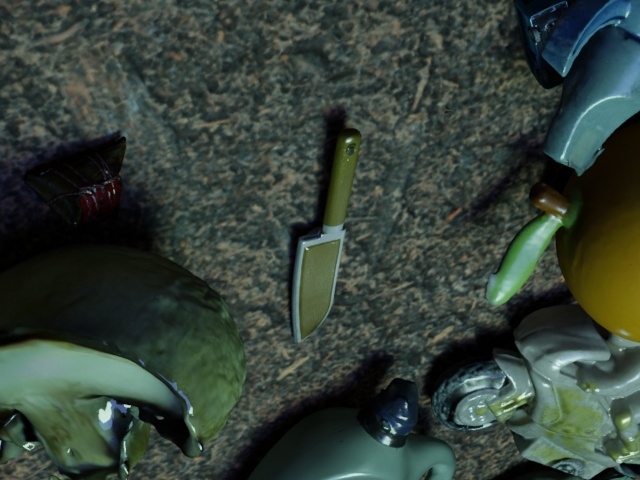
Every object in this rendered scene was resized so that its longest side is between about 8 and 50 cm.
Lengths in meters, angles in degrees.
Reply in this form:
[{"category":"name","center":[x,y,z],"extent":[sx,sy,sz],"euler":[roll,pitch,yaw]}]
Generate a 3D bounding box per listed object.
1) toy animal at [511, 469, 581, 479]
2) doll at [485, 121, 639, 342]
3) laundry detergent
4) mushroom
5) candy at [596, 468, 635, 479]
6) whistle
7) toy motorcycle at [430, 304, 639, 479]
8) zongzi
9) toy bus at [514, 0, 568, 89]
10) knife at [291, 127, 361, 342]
[{"category":"toy animal","center":[0.268,0.354,1.849],"extent":[0.138,0.108,0.236],"euler":[-36,137,-1]},{"category":"doll","center":[0.285,-0.012,1.481],"extent":[0.236,0.213,0.213],"euler":[9,124,-18]},{"category":"laundry detergent","center":[0.031,0.254,1.637],"extent":[0.215,0.105,0.280],"euler":[16,118,-37]},{"category":"mushroom","center":[-0.192,0.085,1.327],"extent":[0.267,0.164,0.189],"euler":[-22,120,41]},{"category":"candy","center":[0.338,0.292,1.866],"extent":[0.053,0.046,0.182],"euler":[-18,154,4]},{"category":"whistle","center":[0.262,-0.182,1.351],"extent":[0.180,0.093,0.269],"euler":[16,106,-59]},{"category":"toy motorcycle","center":[0.291,0.149,1.681],"extent":[0.341,0.108,0.223],"euler":[21,122,-32]},{"category":"zongzi","center":[-0.180,-0.052,1.298],"extent":[0.083,0.067,0.073],"euler":[1,118,-53]},{"category":"toy bus","center":[0.193,-0.173,1.386],"extent":[0.038,0.046,0.083],"euler":[-26,134,-7]},{"category":"knife","center":[-0.001,-0.001,1.449],"extent":[0.046,0.022,0.256],"euler":[-16,139,-25]}]
